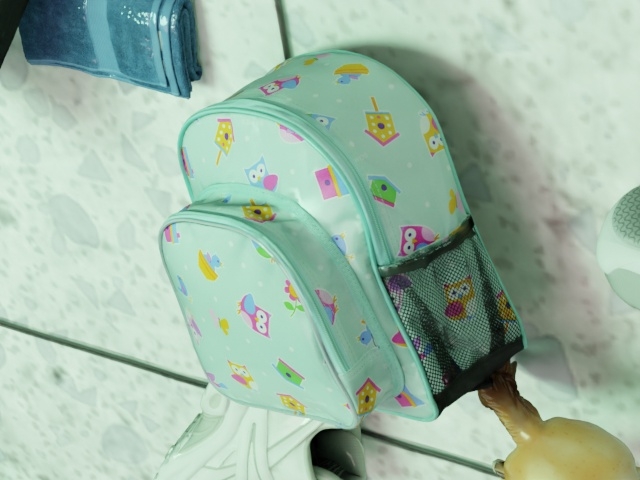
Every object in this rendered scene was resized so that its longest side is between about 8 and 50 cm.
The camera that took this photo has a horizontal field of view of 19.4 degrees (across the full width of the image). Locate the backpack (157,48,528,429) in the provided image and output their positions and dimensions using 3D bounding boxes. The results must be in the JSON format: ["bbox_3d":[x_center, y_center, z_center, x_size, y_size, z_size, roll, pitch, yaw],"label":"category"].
[{"bbox_3d":[0.000,0.000,0.989,0.166,0.144,0.188,8,117,52],"label":"backpack"}]

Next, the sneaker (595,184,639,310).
[{"bbox_3d":[0.245,0.060,0.804,0.281,0.105,0.115,20,124,-3],"label":"sneaker"}]

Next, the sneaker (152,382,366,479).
[{"bbox_3d":[-0.032,0.139,1.178,0.115,0.090,0.232,34,140,6],"label":"sneaker"}]

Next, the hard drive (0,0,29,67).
[{"bbox_3d":[-0.314,-0.206,1.067,0.339,0.064,0.237,32,113,12],"label":"hard drive"}]

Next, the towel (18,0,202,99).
[{"bbox_3d":[-0.125,-0.123,1.074,0.119,0.029,0.067,17,132,28],"label":"towel"}]

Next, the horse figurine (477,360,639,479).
[{"bbox_3d":[0.168,0.151,0.988,0.263,0.066,0.174,41,175,14],"label":"horse figurine"}]
